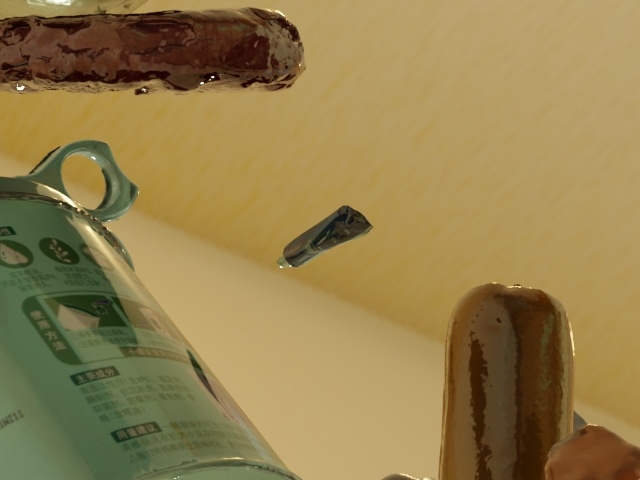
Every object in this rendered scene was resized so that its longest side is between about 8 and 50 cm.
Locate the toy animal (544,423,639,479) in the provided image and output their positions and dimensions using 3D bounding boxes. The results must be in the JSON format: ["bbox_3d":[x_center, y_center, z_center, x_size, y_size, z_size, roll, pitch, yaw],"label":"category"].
[{"bbox_3d":[0.181,0.279,1.114,0.195,0.169,0.281,-100,-12,-64],"label":"toy animal"}]

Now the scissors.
[{"bbox_3d":[-0.339,-0.043,1.817,0.360,0.029,0.191,14,-112,-38],"label":"scissors"}]

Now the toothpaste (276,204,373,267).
[{"bbox_3d":[0.000,0.000,1.247,0.027,0.083,0.019,47,-142,-15],"label":"toothpaste"}]

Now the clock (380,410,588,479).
[{"bbox_3d":[0.145,0.276,1.666,0.254,0.189,0.189,-23,-117,-13],"label":"clock"}]

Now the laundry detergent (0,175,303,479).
[{"bbox_3d":[-0.195,0.133,1.037,0.287,0.287,0.305,7,-147,-48],"label":"laundry detergent"}]

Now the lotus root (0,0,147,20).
[{"bbox_3d":[-0.196,-0.224,1.324,0.169,0.342,0.151,-5,-92,-12],"label":"lotus root"}]

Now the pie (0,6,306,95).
[{"bbox_3d":[-0.116,-0.119,1.119,0.218,0.204,0.054,-4,-85,-34],"label":"pie"}]

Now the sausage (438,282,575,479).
[{"bbox_3d":[0.151,0.188,1.439,0.112,0.112,0.328,25,-125,-31],"label":"sausage"}]
